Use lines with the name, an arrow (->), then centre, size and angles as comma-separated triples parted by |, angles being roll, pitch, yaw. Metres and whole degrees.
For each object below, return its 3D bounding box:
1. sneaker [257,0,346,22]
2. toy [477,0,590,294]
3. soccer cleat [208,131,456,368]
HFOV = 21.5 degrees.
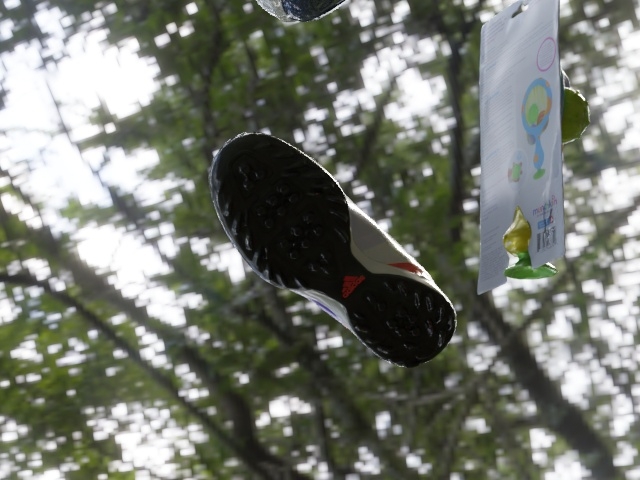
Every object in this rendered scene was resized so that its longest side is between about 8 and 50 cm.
sneaker -> 0.115, -0.227, 0.919 | 0.350, 0.148, 0.131 | -46, -23, -15
toy -> 0.176, -0.082, 1.346 | 0.056, 0.137, 0.237 | 12, -109, -20
soccer cleat -> 0.000, 0.000, 1.544 | 0.108, 0.116, 0.318 | -46, -55, 5
